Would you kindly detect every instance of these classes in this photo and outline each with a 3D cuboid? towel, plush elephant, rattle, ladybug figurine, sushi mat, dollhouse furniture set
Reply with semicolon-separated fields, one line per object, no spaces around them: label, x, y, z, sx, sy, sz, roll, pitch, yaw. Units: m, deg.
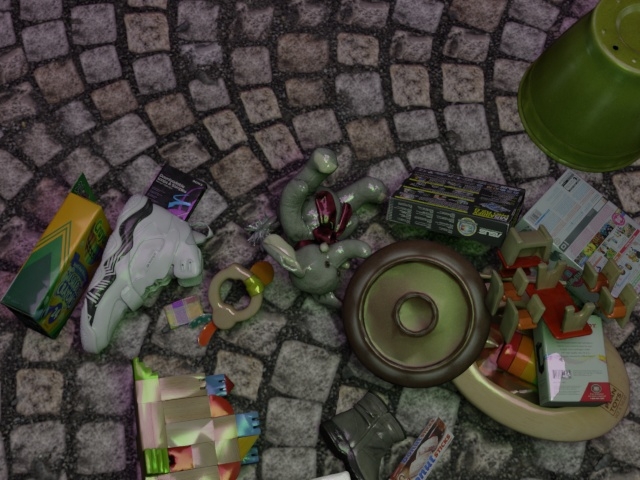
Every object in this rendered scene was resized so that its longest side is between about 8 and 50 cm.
towel;-0.306;0.162;1.874;0.083;0.009;0.060;-19;73;-10
plush elephant;0.000;0.000;1.827;0.330;0.272;0.255;-33;58;15
rattle;-0.203;0.135;1.879;0.130;0.143;0.200;28;109;-12
ladybug figurine;0.450;0.272;1.803;0.449;0.162;0.305;30;71;8
sushi mat;0.381;0.081;1.877;0.316;0.151;0.019;6;91;-2
dollhouse furniture set;0.456;0.100;1.682;0.262;0.135;0.259;-6;42;-13

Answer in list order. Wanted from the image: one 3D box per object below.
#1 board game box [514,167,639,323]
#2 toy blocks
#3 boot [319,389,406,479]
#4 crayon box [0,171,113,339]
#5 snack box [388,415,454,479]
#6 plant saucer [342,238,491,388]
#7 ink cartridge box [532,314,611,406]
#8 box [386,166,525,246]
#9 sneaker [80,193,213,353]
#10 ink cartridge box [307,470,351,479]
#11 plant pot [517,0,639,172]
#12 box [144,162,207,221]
board game box;0.620;0.008;1.922;0.303;0.097;0.224;42;59;12
toy blocks;-0.239;0.423;1.714;0.261;0.191;0.381;-5;71;-18
boot;0.123;0.450;1.764;0.161;0.083;0.246;-27;76;-20
crayon box;-0.546;0.037;1.800;0.083;0.203;0.323;24;70;5
snack box;0.216;0.461;1.762;0.178;0.022;0.064;-47;109;-29
plant saucer;0.197;0.151;1.713;0.310;0.050;0.311;0;87;7
ink cartridge box;0.509;0.245;1.690;0.127;0.072;0.175;1;70;-3
box;0.310;-0.082;1.881;0.270;0.060;0.216;13;29;17
sneaker;-0.379;0.093;1.822;0.210;0.137;0.366;18;76;-1
ink cartridge box;0.027;0.587;1.710;0.115;0.067;0.198;-11;72;-8
plant pot;0.694;-0.402;1.966;0.366;0.353;0.366;1;69;-3
box;-0.355;-0.090;1.953;0.116;0.029;0.162;26;69;5
